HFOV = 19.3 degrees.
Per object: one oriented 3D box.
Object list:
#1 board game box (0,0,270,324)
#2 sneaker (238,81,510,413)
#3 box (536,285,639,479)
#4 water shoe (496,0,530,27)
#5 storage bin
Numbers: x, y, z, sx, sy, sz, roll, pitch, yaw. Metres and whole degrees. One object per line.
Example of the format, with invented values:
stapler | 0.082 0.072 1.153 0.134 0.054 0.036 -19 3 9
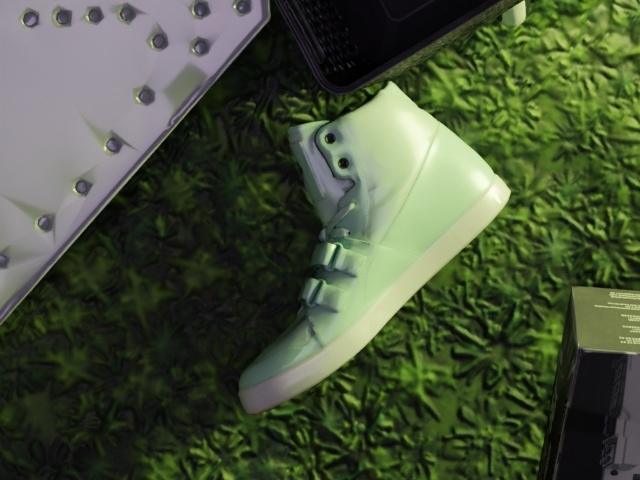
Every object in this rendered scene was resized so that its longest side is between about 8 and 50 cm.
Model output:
board game box | -0.302 -0.154 1.356 0.390 0.050 0.390 41 95 -8
sneaker | 0.000 0.000 1.375 0.256 0.094 0.151 -45 95 -11
box | 0.311 0.158 1.321 0.307 0.076 0.242 5 125 -1
water shoe | 0.159 -0.261 1.398 0.080 0.073 0.203 -2 90 -5
storage bin | 0.064 -0.197 1.349 0.180 0.084 0.122 -29 88 30
